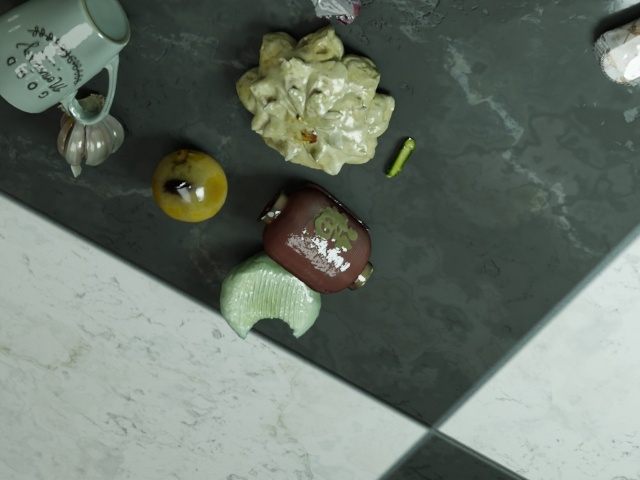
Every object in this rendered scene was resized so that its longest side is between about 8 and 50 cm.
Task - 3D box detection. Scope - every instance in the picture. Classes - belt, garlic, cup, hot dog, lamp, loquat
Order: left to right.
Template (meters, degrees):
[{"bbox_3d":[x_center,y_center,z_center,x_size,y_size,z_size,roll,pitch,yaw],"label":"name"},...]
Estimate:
[{"bbox_3d":[-0.457,-0.337,1.963,0.234,0.186,0.258,-22,121,24],"label":"cup"},{"bbox_3d":[-0.473,-0.188,2.126,0.127,0.131,0.194,48,133,16],"label":"garlic"},{"bbox_3d":[-0.259,-0.108,2.117,0.163,0.137,0.163,-2,128,-3],"label":"loquat"},{"bbox_3d":[-0.024,-0.457,1.789,0.071,0.053,0.232,-30,116,26],"label":"belt"},{"bbox_3d":[0.000,0.000,2.103,0.258,0.180,0.180,37,131,-15],"label":"lamp"},{"bbox_3d":[0.534,-0.318,1.708,0.191,0.059,0.108,-26,115,33],"label":"hot dog"}]

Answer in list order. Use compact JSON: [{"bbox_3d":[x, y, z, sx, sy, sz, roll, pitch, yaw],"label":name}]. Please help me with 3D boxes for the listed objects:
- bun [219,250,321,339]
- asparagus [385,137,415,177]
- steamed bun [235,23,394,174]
[{"bbox_3d":[-0.108,0.119,2.264,0.213,0.126,0.203,26,107,-11],"label":"bun"},{"bbox_3d":[0.150,-0.150,2.012,0.025,0.021,0.108,27,133,-5],"label":"asparagus"},{"bbox_3d":[-0.023,-0.241,1.922,0.292,0.137,0.295,22,135,5],"label":"steamed bun"}]
